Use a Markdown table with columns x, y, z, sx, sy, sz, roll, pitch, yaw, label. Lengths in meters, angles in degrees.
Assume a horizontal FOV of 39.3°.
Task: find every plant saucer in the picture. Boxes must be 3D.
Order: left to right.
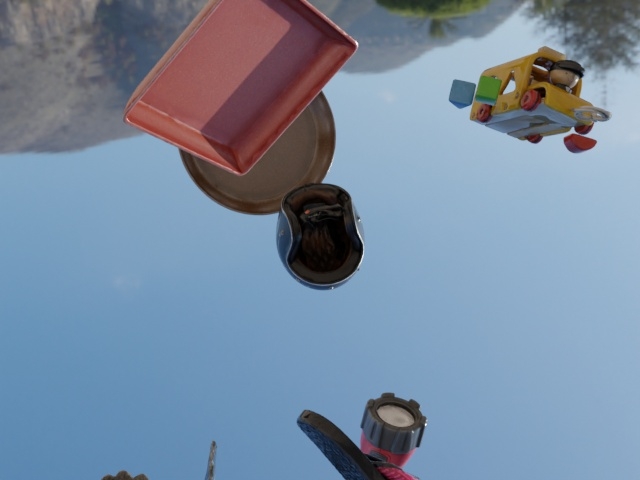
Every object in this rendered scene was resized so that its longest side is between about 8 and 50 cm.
| x | y | z | sx | sy | sz | roll | pitch | yaw | label |
| --- | --- | --- | --- | --- | --- | --- | --- | --- | --- |
| -0.107 | -0.225 | 1.196 | 0.047 | 0.259 | 0.258 | 51 | -164 | 31 | plant saucer |
| -0.125 | -0.202 | 1.724 | 0.311 | 0.310 | 0.050 | -13 | -177 | -17 | plant saucer |

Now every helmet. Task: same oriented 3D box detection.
| x | y | z | sx | sy | sz | roll | pitch | yaw | label |
| --- | --- | --- | --- | --- | --- | --- | --- | --- | --- |
| 0.000 | 0.000 | 1.550 | 0.170 | 0.161 | 0.169 | -5 | -147 | 3 | helmet |

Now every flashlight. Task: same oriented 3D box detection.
| x | y | z | sx | sy | sz | roll | pitch | yaw | label |
| --- | --- | --- | --- | --- | --- | --- | --- | --- | --- |
| 0.092 | 0.397 | 1.467 | 0.103 | 0.304 | 0.103 | 1 | -151 | -20 | flashlight |

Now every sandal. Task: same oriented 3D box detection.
| x | y | z | sx | sy | sz | roll | pitch | yaw | label |
| --- | --- | --- | --- | --- | --- | --- | --- | --- | --- |
| 0.052 | 0.193 | 0.727 | 0.040 | 0.179 | 0.067 | -47 | -162 | -24 | sandal |

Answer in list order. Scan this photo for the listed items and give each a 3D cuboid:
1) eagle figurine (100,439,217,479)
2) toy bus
| x | y | z | sx | sy | sz | roll | pitch | yaw | label |
| --- | --- | --- | --- | --- | --- | --- | --- | --- | --- |
| -0.154 | 0.388 | 0.935 | 0.226 | 0.298 | 0.225 | -24 | -178 | -6 | eagle figurine |
| 0.285 | -0.194 | 1.158 | 0.202 | 0.104 | 0.191 | 12 | 172 | 22 | toy bus |
